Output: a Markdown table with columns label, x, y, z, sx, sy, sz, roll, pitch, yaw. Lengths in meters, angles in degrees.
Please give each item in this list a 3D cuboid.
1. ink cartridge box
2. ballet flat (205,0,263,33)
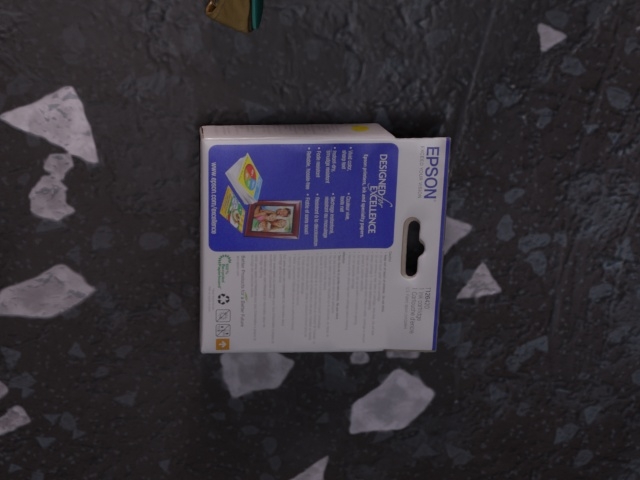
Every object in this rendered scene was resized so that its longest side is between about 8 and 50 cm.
| label | x | y | z | sx | sy | sz | roll | pitch | yaw |
| --- | --- | --- | --- | --- | --- | --- | --- | --- | --- |
| ink cartridge box | 0.000 | 0.000 | 1.913 | 0.307 | 0.072 | 0.303 | -1 | 115 | -7 |
| ballet flat | -0.096 | -0.324 | 1.704 | 0.073 | 0.080 | 0.232 | 15 | 141 | 3 |
